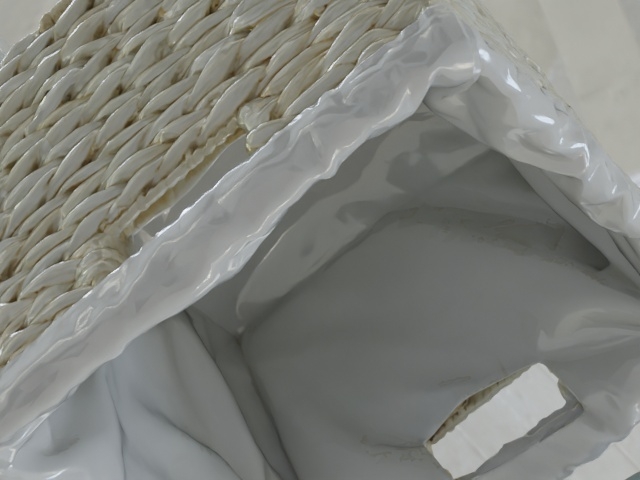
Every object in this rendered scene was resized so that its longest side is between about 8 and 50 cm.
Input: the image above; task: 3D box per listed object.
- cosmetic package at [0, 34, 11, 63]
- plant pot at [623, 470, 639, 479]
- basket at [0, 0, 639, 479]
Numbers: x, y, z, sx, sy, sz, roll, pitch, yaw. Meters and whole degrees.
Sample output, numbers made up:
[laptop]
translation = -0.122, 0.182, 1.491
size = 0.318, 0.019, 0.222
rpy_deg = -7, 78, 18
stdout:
[cosmetic package]
translation = -0.308, 0.041, 1.448
size = 0.329, 0.394, 0.327
rpy_deg = -38, -143, -5
[plant pot]
translation = 0.267, 0.289, 0.985
size = 0.195, 0.290, 0.290
rpy_deg = 10, -110, 48
[basket]
translation = 0.000, 0.000, 0.976
size = 0.328, 0.331, 0.266
rpy_deg = -40, -137, 14
